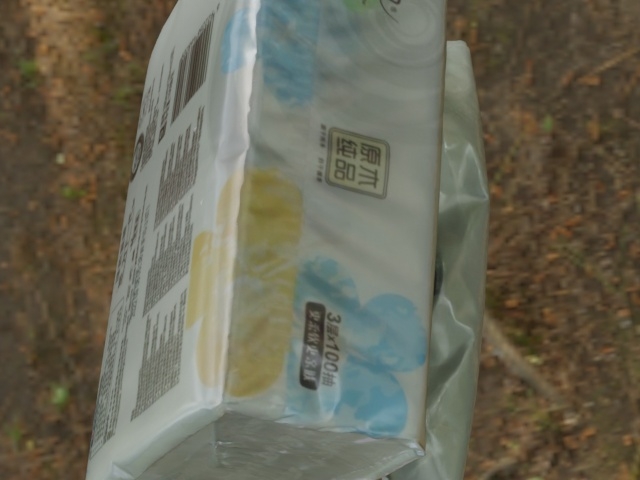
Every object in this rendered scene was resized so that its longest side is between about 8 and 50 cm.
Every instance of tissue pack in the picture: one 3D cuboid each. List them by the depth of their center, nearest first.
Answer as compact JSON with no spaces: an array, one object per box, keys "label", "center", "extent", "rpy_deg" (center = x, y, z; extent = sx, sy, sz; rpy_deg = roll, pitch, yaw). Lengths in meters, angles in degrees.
[{"label":"tissue pack","center":[0.000,0.000,0.704],"extent":[0.159,0.145,0.229],"rpy_deg":[136,144,-56]}]
